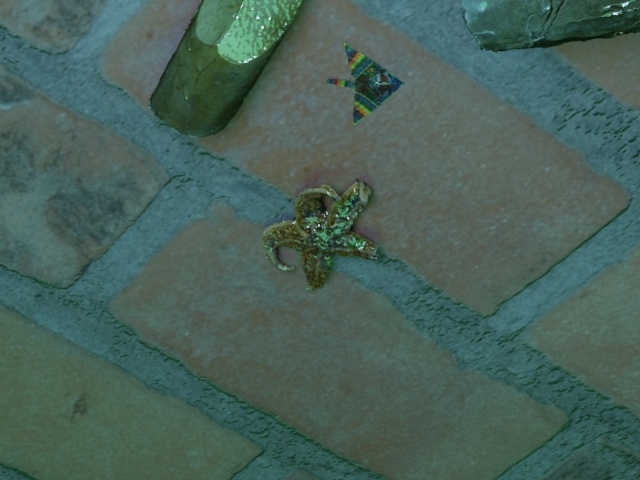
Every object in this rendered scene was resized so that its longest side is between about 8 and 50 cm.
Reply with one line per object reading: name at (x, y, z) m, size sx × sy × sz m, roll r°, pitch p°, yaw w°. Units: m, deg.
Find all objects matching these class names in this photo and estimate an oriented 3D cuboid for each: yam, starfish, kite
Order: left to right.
yam at (-0.100, -0.227, 2.102) m, size 0.106 × 0.106 × 0.259 m, roll 22°, pitch 133°, yaw -13°
starfish at (0.003, -0.007, 2.345) m, size 0.150 × 0.053 × 0.209 m, roll 17°, pitch 139°, yaw 9°
kite at (0.052, -0.180, 2.189) m, size 0.090 × 0.004 × 0.122 m, roll 3°, pitch 134°, yaw 4°
yam at (0.283, -0.317, 1.892) m, size 0.348 × 0.241 × 0.241 m, roll -6°, pitch 133°, yaw 9°
